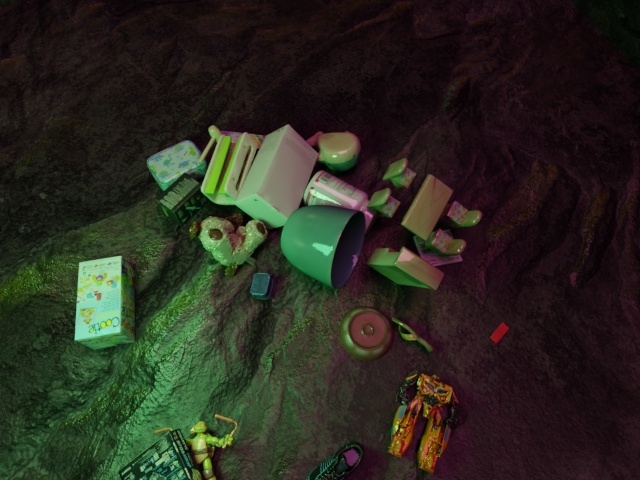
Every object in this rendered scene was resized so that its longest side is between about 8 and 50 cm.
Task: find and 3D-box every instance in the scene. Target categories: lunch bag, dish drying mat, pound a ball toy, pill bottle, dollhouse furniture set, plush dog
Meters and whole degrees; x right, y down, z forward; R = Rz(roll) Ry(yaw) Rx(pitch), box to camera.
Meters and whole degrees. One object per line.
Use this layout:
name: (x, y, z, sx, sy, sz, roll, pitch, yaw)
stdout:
lunch bag: (-0.598, -0.315, 1.738, 0.219, 0.090, 0.176, -32, 70, -17)
lunch bag: (-0.211, 0.167, 1.523, 0.067, 0.065, 0.098, 3, 63, 17)
dish drying mat: (0.651, 0.337, 1.506, 0.083, 0.008, 0.032, -40, 72, -21)
pound a ball toy: (-0.379, -0.304, 1.665, 0.209, 0.135, 0.318, 2, 66, 26)
pill bottle: (0.088, -0.147, 1.644, 0.283, 0.160, 0.160, 30, 66, 12)
dollhouse furniture set: (0.360, -0.045, 1.463, 0.362, 0.256, 0.393, 33, 80, -14)
plush dog: (-0.366, -0.008, 1.567, 0.263, 0.210, 0.225, -12, 45, -40)

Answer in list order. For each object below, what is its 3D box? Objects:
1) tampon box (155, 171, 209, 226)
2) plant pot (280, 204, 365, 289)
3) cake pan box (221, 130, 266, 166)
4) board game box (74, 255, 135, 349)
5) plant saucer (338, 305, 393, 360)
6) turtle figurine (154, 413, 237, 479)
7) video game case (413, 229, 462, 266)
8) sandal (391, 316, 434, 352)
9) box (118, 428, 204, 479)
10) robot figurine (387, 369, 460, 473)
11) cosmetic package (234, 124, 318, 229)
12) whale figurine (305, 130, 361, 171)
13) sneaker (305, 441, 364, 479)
tampon box: (-0.546, -0.162, 1.644, 0.102, 0.120, 0.161, 34, 66, 13)
plant pot: (0.000, 0.000, 1.506, 0.235, 0.293, 0.292, 19, 63, 22)
cake pan box: (-0.318, -0.346, 1.780, 0.267, 0.070, 0.245, 8, 66, 1)
board game box: (-0.736, 0.215, 1.430, 0.145, 0.142, 0.275, -9, 63, -7)
plant saucer: (0.166, 0.324, 1.476, 0.199, 0.036, 0.198, 1, 62, -2)
turtle figurine: (-0.375, 0.650, 1.256, 0.270, 0.087, 0.217, -8, 68, 6)
video game case: (0.466, 0.034, 1.648, 0.158, 0.019, 0.143, -10, 63, -7)
sandal: (0.320, 0.339, 1.465, 0.180, 0.072, 0.049, 42, 90, 13)
box: (-0.465, 0.687, 1.201, 0.220, 0.051, 0.175, -40, 68, 8)
robot figurine: (0.336, 0.567, 1.331, 0.211, 0.085, 0.290, 23, 64, 8)
cosmetic package: (-0.166, -0.250, 1.637, 0.155, 0.197, 0.365, -11, 49, 44)
whale figurine: (0.057, -0.390, 1.803, 0.216, 0.141, 0.272, -43, 48, -20)
sneaker: (0.038, 0.696, 1.247, 0.232, 0.090, 0.081, -38, 70, -20)
